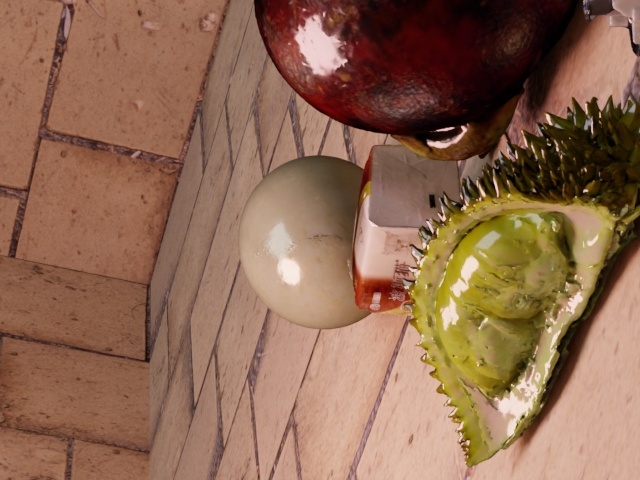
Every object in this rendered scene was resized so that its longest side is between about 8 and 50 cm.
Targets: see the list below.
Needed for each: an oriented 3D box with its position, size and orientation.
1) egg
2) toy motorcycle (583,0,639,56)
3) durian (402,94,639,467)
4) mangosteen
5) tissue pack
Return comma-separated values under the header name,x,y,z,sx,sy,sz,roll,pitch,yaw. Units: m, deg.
name,x,y,z,sx,sy,sz,roll,pitch,yaw
egg,0.000,0.000,1.949,0.253,0.186,0.186,-115,39,-65
toy motorcycle,0.237,-0.245,1.346,0.221,0.102,0.150,-90,-4,-53
durian,0.178,0.019,1.397,0.169,0.158,0.352,51,139,28
mangosteen,0.108,-0.222,1.586,0.306,0.359,0.306,-33,30,22
tissue pack,0.084,-0.010,1.727,0.149,0.099,0.106,96,175,-52
